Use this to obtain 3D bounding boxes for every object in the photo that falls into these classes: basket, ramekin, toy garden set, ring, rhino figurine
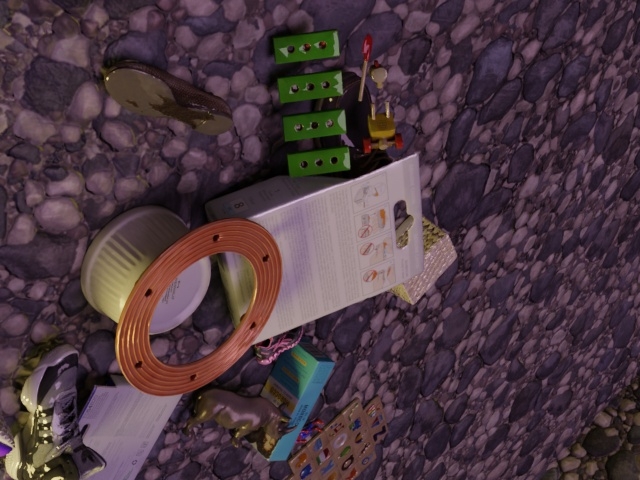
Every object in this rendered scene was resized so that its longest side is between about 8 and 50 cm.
[{"bbox_3d":[0.202,0.042,2.249,0.167,0.103,0.113,-46,143,-11],"label":"basket"},{"bbox_3d":[-0.276,0.057,1.709,0.207,0.109,0.207,-30,138,-31],"label":"ramekin"},{"bbox_3d":[0.031,-0.241,1.774,0.203,0.049,0.244,-8,114,-5],"label":"toy garden set"},{"bbox_3d":[-0.199,0.109,1.721,0.336,0.032,0.337,-30,138,-30],"label":"ring"},{"bbox_3d":[-0.150,0.352,2.070,0.243,0.073,0.106,16,109,-27],"label":"rhino figurine"}]

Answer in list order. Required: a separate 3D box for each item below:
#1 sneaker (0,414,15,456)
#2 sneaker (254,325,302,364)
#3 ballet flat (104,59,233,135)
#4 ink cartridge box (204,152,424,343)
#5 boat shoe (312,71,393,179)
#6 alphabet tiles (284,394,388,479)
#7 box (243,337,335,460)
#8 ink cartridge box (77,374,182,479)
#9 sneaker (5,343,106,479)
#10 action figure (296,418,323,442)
[{"bbox_3d":[-0.594,0.276,1.533,0.146,0.102,0.293,-50,134,2],"label":"sneaker"},{"bbox_3d":[-0.086,0.197,2.102,0.119,0.047,0.057,-39,130,-23],"label":"sneaker"},{"bbox_3d":[-0.229,-0.224,1.589,0.084,0.058,0.250,-31,150,31],"label":"ballet flat"},{"bbox_3d":[0.000,0.000,1.912,0.385,0.091,0.308,-22,135,-14],"label":"ink cartridge box"},{"bbox_3d":[0.080,-0.152,1.929,0.132,0.130,0.355,-37,141,-24],"label":"boat shoe"},{"bbox_3d":[0.034,0.532,2.536,0.342,0.011,0.285,-40,142,-20],"label":"alphabet tiles"},{"bbox_3d":[-0.070,0.331,2.176,0.060,0.100,0.244,11,109,-51],"label":"box"},{"bbox_3d":[-0.381,0.344,1.873,0.224,0.045,0.223,17,106,-54],"label":"ink cartridge box"},{"bbox_3d":[-0.413,0.308,1.704,0.101,0.153,0.269,-20,136,-61],"label":"sneaker"},{"bbox_3d":[-0.041,0.439,2.360,0.115,0.030,0.038,-17,135,-38],"label":"action figure"}]
